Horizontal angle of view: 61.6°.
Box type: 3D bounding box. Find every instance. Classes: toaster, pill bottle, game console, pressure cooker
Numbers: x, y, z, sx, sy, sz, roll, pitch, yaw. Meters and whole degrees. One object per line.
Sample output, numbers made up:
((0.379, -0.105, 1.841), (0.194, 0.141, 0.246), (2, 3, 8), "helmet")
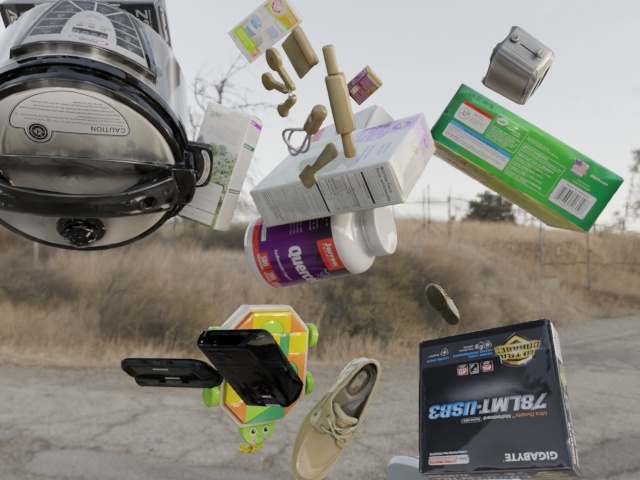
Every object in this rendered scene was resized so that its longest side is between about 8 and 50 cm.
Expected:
((0.557, -0.484, 1.525), (0.146, 0.129, 0.227), (39, -11, 14), "toaster")
((0.000, 0.000, 1.224), (0.323, 0.181, 0.182), (-13, -11, 27), "pill bottle")
((-0.222, 0.243, 1.019), (0.362, 0.043, 0.213), (-5, -46, 20), "game console")
((-0.412, -0.186, 0.957), (0.370, 0.420, 0.375), (-29, -47, 13), "pressure cooker")

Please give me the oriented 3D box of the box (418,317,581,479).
((0.346, 0.327, 1.095), (0.296, 0.293, 0.073), (-17, -43, 31), "box")

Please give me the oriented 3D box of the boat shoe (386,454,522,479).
((0.365, 0.609, 1.389), (0.368, 0.135, 0.156), (6, 24, 27), "boat shoe")

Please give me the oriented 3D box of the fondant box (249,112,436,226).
((0.049, -0.147, 1.133), (0.331, 0.096, 0.238), (-7, 29, 32), "fondant box")

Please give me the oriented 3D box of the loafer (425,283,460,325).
((0.365, 0.188, 1.612), (0.056, 0.148, 0.050), (-30, 9, 24), "loafer")

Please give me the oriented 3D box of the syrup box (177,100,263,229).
((-0.202, -0.146, 1.073), (0.093, 0.236, 0.096), (19, 3, 8), "syrup box")

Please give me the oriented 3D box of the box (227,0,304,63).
((-0.163, -0.650, 1.630), (0.203, 0.114, 0.103), (-33, 20, 16), "box")

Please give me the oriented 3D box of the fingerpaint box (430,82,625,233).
((0.514, -0.212, 1.445), (0.445, 0.163, 0.371), (33, 9, 7), "fingerpaint box")

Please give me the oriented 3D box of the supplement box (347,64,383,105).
((0.112, -0.403, 1.395), (0.083, 0.043, 0.055), (-38, -56, 21), "supplement box")

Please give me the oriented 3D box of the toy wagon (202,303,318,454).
((-0.132, 0.318, 1.220), (0.268, 0.343, 0.068), (4, 0, -35), "toy wagon")

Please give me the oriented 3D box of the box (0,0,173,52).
((-0.486, -0.336, 1.208), (0.319, 0.394, 0.097), (0, 35, 1), "box")

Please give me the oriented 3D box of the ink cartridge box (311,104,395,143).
((0.125, -0.267, 1.667), (0.226, 0.131, 0.306), (36, -23, -26), "ink cartridge box")

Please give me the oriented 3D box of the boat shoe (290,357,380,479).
((0.036, 0.386, 1.163), (0.109, 0.302, 0.098), (35, -16, 3), "boat shoe")

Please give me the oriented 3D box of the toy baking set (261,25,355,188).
((-0.014, -0.197, 0.833), (0.030, 0.256, 0.197), (-30, 26, -27), "toy baking set")
